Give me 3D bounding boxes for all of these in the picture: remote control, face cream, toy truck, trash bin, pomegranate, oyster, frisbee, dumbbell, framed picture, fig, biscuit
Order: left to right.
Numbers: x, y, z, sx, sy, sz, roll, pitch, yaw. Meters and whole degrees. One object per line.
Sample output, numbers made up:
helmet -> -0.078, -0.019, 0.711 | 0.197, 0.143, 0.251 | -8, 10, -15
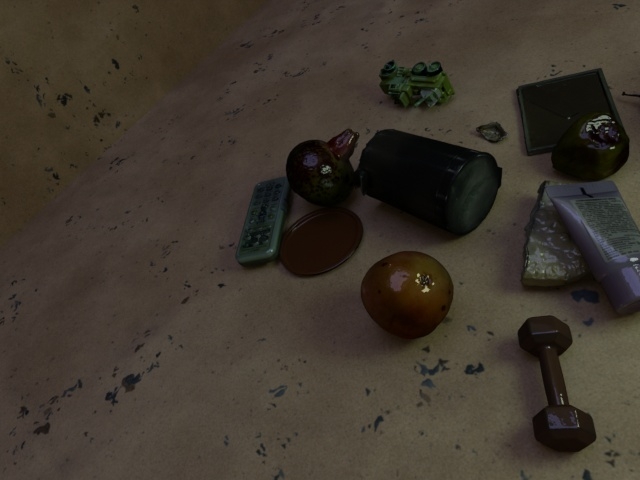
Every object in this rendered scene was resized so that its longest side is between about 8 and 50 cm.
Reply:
remote control -> -0.163, -0.061, 1.467 | 0.128, 0.065, 0.335 | -9, 45, 18
frisbee -> 0.000, 0.000, 1.353 | 0.251, 0.021, 0.251 | -16, 43, 15
pomegranate -> 0.021, -0.218, 1.388 | 0.248, 0.214, 0.214 | -47, 35, 25
pomegranate -> 0.180, 0.111, 1.024 | 0.191, 0.191, 0.191 | -15, 43, 15
toy truck -> 0.300, -0.507, 1.615 | 0.259, 0.128, 0.135 | 29, 80, 43
trash bin -> 0.265, -0.158, 1.230 | 0.252, 0.203, 0.301 | -28, 37, -28
oyster -> 0.490, -0.308, 1.379 | 0.051, 0.034, 0.093 | -43, 53, 8
dumbbell -> 0.405, 0.241, 0.846 | 0.082, 0.092, 0.231 | 10, 49, -1
framed picture -> 0.673, -0.359, 1.335 | 0.232, 0.024, 0.315 | -7, 47, 23
biscuit -> 0.527, -0.022, 1.035 | 0.179, 0.084, 0.281 | 3, 52, 27
fig -> 0.634, -0.213, 1.145 | 0.166, 0.154, 0.144 | -24, 47, 55
face cream -> 0.546, -0.002, 0.924 | 0.154, 0.096, 0.274 | -7, 60, -4

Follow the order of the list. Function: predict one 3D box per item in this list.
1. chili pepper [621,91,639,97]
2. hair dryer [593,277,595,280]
chili pepper -> 0.869, -0.331, 1.185 | 0.268, 0.059, 0.050 | 32, 107, 42
hair dryer -> 0.615, 0.068, 0.938 | 0.154, 0.054, 0.106 | -6, 51, 38
